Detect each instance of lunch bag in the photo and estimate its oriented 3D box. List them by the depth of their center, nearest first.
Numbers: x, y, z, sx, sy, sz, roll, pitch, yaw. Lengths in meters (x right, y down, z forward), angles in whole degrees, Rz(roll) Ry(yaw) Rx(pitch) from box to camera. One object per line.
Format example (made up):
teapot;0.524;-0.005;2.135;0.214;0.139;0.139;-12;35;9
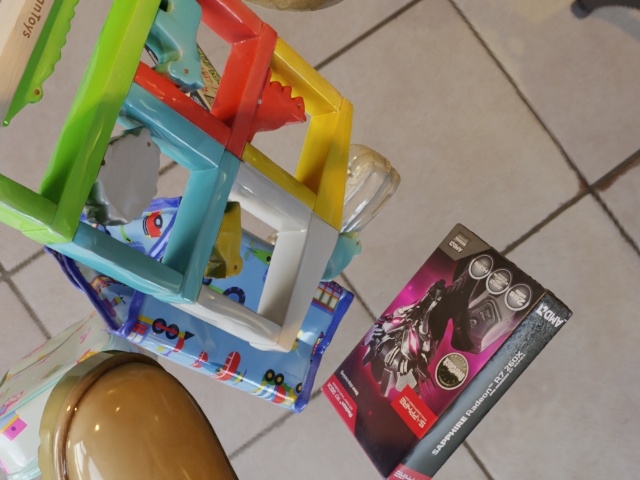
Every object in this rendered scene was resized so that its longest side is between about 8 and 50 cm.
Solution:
lunch bag;-0.151;0.047;0.831;0.221;0.293;0.138;32;78;-35
lunch bag;-0.329;0.192;1.037;0.224;0.279;0.108;-36;103;-4

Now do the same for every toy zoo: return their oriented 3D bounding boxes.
toy zoo;-0.067;-0.053;0.484;0.293;0.030;0.192;34;62;-45

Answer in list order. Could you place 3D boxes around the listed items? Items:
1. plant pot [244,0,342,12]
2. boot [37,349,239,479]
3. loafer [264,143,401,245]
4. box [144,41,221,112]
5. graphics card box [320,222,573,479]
plant pot;-0.023;-0.431;0.873;0.237;0.254;0.237;7;61;-14
boot;0.015;0.166;0.358;0.089;0.269;0.236;-45;128;-43
loafer;0.000;0.000;1.200;0.111;0.112;0.319;30;109;-36
box;-0.195;-0.249;1.240;0.036;0.114;0.207;-38;79;22
graphics card box;0.184;0.178;1.224;0.094;0.233;0.371;35;98;-37
